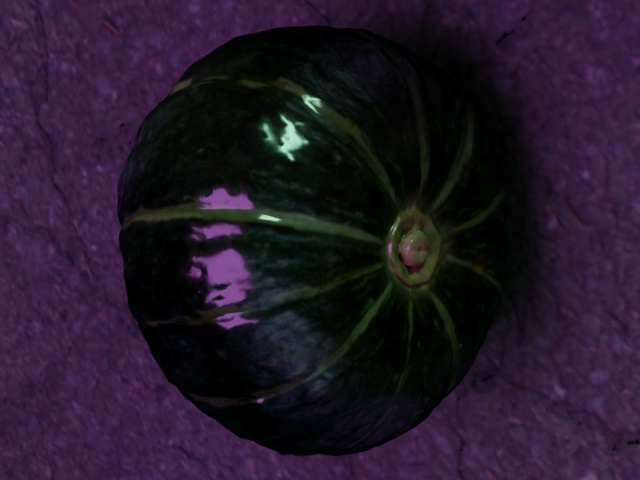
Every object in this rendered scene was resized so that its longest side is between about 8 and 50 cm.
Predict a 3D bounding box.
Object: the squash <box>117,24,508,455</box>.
[{"bbox_3d":[0.000,0.000,1.172,0.165,0.252,0.252,3,110,43],"label":"squash"}]
